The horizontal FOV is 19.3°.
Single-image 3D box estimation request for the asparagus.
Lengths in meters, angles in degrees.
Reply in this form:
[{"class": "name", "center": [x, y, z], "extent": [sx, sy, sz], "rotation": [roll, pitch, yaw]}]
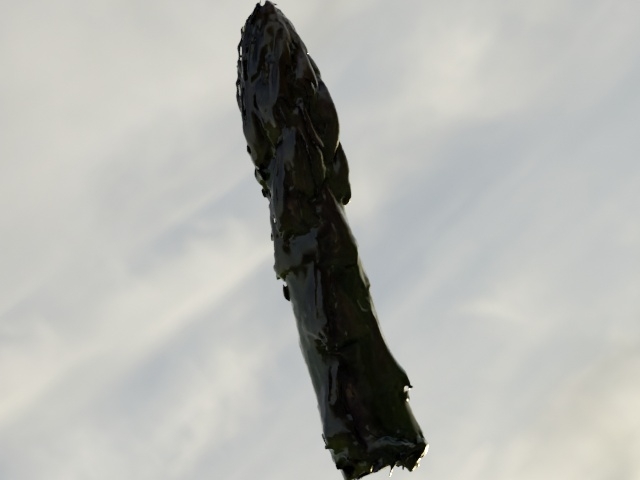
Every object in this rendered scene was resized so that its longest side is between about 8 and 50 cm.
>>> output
[{"class": "asparagus", "center": [0.000, 0.000, 0.625], "extent": [0.036, 0.165, 0.030], "rotation": [-12, 4, 33]}]
